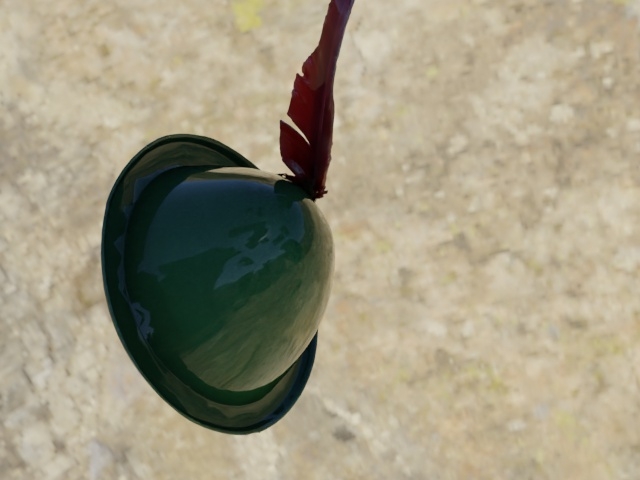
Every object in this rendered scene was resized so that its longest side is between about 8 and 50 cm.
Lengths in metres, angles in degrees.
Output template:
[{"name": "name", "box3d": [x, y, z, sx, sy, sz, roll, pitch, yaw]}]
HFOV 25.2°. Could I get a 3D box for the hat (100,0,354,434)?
[{"name": "hat", "box3d": [0.000, 0.000, 0.767, 0.183, 0.208, 0.173, -15, 50, 36]}]
